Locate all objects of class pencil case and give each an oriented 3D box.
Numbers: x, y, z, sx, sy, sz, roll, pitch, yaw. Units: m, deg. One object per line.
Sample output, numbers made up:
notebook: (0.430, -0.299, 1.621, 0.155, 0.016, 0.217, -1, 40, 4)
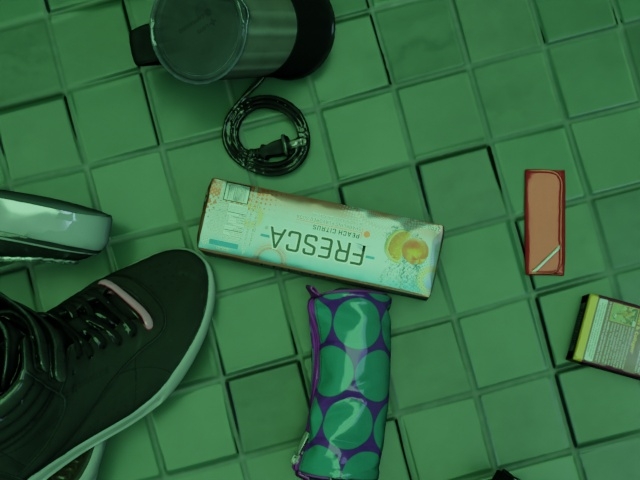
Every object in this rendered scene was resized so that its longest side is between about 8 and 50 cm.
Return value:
pencil case: (0.016, 0.112, 1.229, 0.070, 0.064, 0.151, 6, 84, -19)

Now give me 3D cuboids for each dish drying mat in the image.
dish drying mat: (0.176, -0.014, 1.266, 0.032, 0.008, 0.083, 1, 85, 2)

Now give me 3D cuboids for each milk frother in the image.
milk frother: (-0.059, -0.123, 1.215, 0.129, 0.135, 0.143, -30, 81, 29)

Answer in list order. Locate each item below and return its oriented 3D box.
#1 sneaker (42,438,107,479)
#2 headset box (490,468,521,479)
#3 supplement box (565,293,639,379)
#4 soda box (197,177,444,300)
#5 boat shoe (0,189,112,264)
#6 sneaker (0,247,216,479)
sneaker: (-0.232, 0.218, 1.216, 0.106, 0.123, 0.290, 15, 63, 5)
headset box: (0.158, 0.336, 1.175, 0.246, 0.131, 0.283, 37, 87, 4)
supplement box: (0.237, 0.077, 1.240, 0.083, 0.043, 0.055, 16, 85, 3)
soda box: (0.000, 0.000, 1.240, 0.183, 0.063, 0.058, 12, 86, 2)
boat shoe: (-0.309, 0.008, 1.220, 0.306, 0.113, 0.105, 4, 92, 4)
sneaker: (-0.181, 0.075, 1.151, 0.104, 0.147, 0.296, 38, 58, 21)
